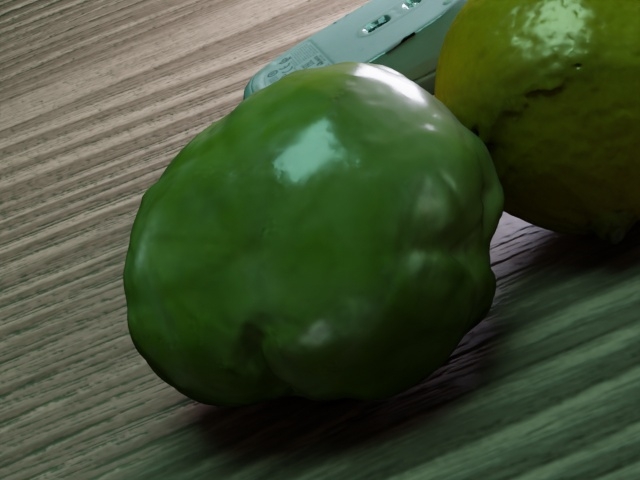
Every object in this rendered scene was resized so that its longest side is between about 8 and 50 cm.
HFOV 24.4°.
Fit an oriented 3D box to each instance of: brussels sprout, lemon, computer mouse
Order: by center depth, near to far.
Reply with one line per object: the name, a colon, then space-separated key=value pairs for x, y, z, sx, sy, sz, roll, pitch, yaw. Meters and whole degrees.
brussels sprout: x=0.004 y=-0.001 z=1.112 sx=0.316 sy=0.242 sz=0.274 roll=-39 pitch=9 yaw=-38
lemon: x=0.204 y=-0.124 z=1.206 sx=0.228 sy=0.228 sz=0.253 roll=-16 pitch=28 yaw=4
computer mouse: x=0.060 y=-0.177 z=1.535 sx=0.288 sy=0.097 sz=0.159 roll=-32 pitch=30 yaw=-2
